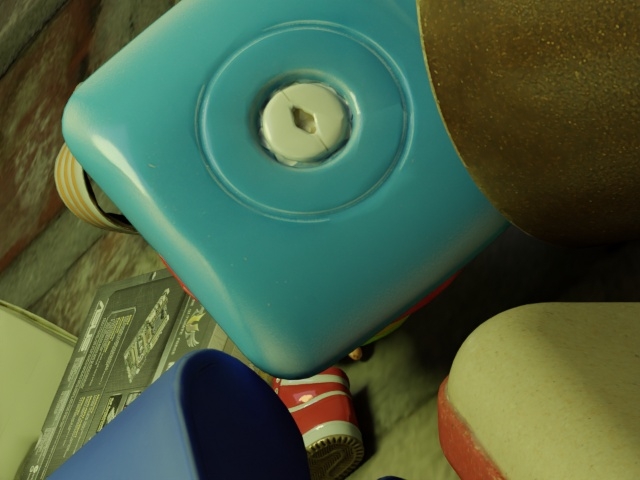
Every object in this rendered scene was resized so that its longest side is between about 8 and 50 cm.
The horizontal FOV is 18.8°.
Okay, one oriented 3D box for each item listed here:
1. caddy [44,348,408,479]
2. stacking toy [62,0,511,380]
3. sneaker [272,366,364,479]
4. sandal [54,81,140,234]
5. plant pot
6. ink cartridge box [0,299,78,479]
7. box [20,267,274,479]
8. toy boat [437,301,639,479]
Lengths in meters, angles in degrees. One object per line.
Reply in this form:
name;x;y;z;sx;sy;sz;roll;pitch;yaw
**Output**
caddy;-0.026;0.206;0.742;0.179;0.241;0.341;-44;29;13
stacking toy;0.000;0.000;0.955;0.166;0.175;0.302;-39;-17;-11
sneaker;-0.025;0.113;1.049;0.118;0.042;0.067;-34;39;26
sandal;-0.138;-0.044;1.352;0.076;0.102;0.265;-58;18;4
plant pot;0.194;-0.105;0.764;0.230;0.215;0.215;-1;60;42
ink cartridge box;-0.283;0.142;1.369;0.283;0.117;0.207;1;63;60
box;-0.109;0.126;1.161;0.183;0.056;0.231;-14;50;53
toy boat;0.131;0.126;0.704;0.231;0.151;0.151;-126;39;-62
